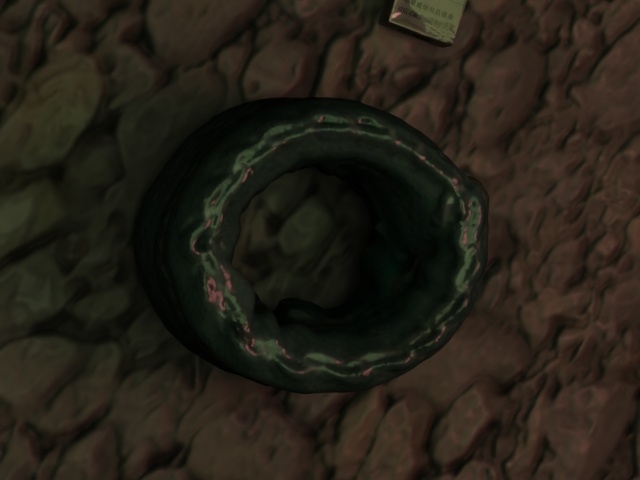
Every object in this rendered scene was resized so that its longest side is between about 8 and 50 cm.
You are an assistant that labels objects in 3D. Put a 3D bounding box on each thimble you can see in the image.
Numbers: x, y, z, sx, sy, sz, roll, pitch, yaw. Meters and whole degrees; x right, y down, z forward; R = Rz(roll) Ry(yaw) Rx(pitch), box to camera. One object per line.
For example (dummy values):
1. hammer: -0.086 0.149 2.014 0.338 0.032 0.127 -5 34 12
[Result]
1. thimble: 0.000 0.000 1.164 0.235 0.143 0.198 -9 95 -18

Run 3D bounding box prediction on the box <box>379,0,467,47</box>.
1. box: 0.081 -0.186 1.244 0.054 0.024 0.083 19 87 -14
